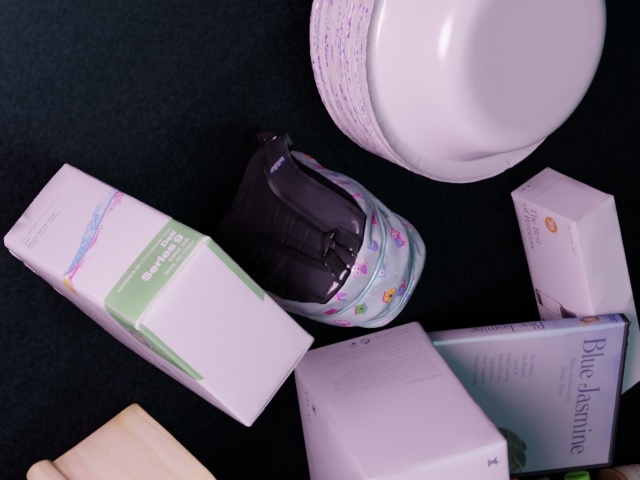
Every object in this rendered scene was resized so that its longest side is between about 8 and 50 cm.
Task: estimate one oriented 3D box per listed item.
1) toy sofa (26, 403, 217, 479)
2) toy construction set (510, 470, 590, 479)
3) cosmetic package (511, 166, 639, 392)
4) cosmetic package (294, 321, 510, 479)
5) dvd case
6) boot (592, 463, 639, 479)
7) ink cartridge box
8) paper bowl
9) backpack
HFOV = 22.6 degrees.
[{"bbox_3d":[-0.137,0.341,1.439,0.177,0.150,0.362,-36,128,-16],"label":"toy sofa"},{"bbox_3d":[0.267,0.382,1.786,0.215,0.151,0.327,-11,114,9],"label":"toy construction set"},{"bbox_3d":[0.271,0.048,1.675,0.060,0.099,0.239,-34,126,-23],"label":"cosmetic package"},{"bbox_3d":[0.079,0.236,1.499,0.138,0.224,0.224,-15,119,-13],"label":"cosmetic package"},{"bbox_3d":[0.188,0.167,1.640,0.253,0.022,0.180,-5,117,-12],"label":"dvd case"},{"bbox_3d":[0.385,0.355,1.918,0.165,0.077,0.213,-10,115,-38],"label":"boot"},{"bbox_3d":[-0.131,0.039,1.271,0.093,0.212,0.154,-54,131,-12],"label":"ink cartridge box"},{"bbox_3d":[0.142,-0.191,1.436,0.284,0.148,0.284,-15,118,-32],"label":"paper bowl"},{"bbox_3d":[0.000,0.000,1.379,0.115,0.182,0.151,16,97,-42],"label":"backpack"}]
